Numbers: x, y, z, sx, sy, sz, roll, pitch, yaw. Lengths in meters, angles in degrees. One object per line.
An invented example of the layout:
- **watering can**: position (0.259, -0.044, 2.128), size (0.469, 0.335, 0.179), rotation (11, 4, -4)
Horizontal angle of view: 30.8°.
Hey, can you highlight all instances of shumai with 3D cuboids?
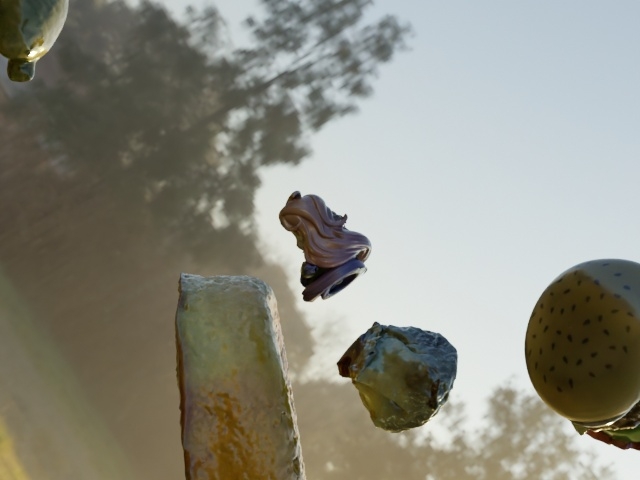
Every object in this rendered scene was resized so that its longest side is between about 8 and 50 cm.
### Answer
- **shumai**: position (0.114, 0.195, 1.799), size (0.142, 0.184, 0.184), rotation (26, 8, -30)

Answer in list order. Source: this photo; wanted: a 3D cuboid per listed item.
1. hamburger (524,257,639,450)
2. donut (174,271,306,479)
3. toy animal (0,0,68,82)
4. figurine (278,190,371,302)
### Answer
- **hamburger**: position (0.252, 0.092, 1.001), size (0.137, 0.175, 0.175), rotation (26, 14, -39)
- **donut**: position (-0.120, 0.230, 1.768), size (0.435, 0.163, 0.378), rotation (-100, -178, -75)
- **toy animal**: position (-0.414, -0.351, 1.334), size (0.181, 0.180, 0.363), rotation (35, -15, 24)
- **figurine**: position (0.008, 0.000, 1.607), size (0.114, 0.126, 0.157), rotation (-18, -94, 42)
